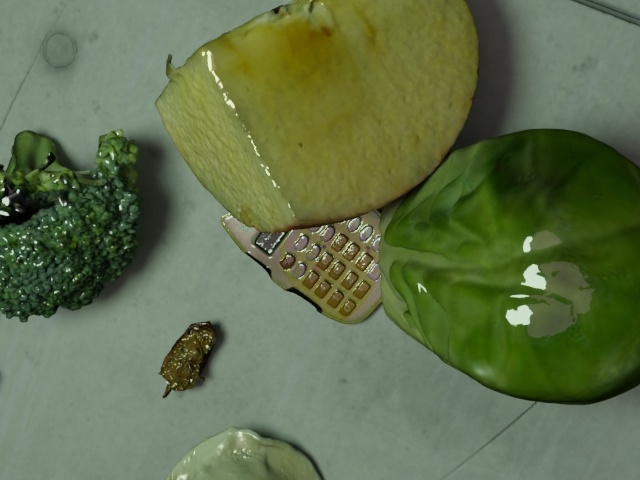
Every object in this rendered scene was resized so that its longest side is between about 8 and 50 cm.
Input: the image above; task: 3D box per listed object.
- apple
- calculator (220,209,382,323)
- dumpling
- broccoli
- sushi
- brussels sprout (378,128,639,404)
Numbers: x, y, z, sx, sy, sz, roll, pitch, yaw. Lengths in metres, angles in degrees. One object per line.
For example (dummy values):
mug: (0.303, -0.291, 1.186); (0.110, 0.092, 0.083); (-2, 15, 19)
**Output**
apple: (0.003, -0.175, 1.092); (0.314, 0.309, 0.252); (39, 146, 37)
calculator: (0.000, 0.000, 1.244); (0.236, 0.033, 0.157); (39, 101, 4)
dumpling: (-0.081, 0.340, 1.252); (0.252, 0.131, 0.179); (27, 78, -2)
broccoli: (-0.346, -0.050, 1.222); (0.263, 0.247, 0.243); (-55, 40, 25)
sushi: (-0.173, 0.153, 1.281); (0.061, 0.060, 0.118); (18, 100, 5)
brussels sprout: (0.219, 0.026, 1.068); (0.354, 0.281, 0.289); (1, 81, 35)
